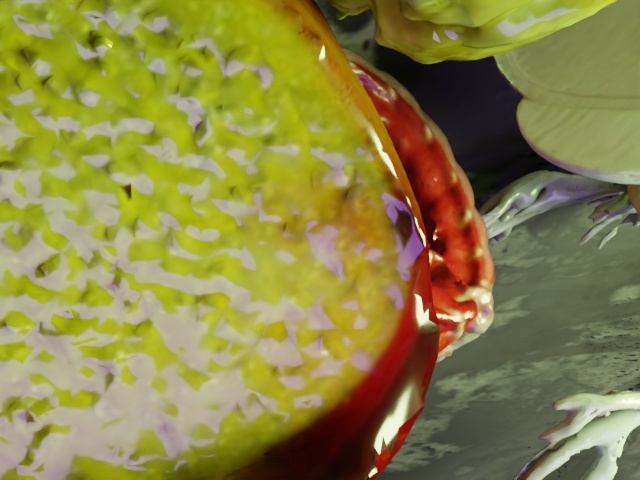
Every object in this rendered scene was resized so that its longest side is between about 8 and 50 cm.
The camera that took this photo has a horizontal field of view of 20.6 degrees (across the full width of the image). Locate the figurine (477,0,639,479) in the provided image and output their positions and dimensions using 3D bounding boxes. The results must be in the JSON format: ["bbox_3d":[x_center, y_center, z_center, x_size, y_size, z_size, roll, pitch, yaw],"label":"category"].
[{"bbox_3d":[0.183,-0.022,1.014,0.284,0.206,0.316,-24,142,12],"label":"figurine"}]

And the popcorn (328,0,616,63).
[{"bbox_3d":[0.063,-0.175,0.695,0.204,0.183,0.221,-39,156,-18],"label":"popcorn"}]

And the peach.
[{"bbox_3d":[-0.160,-0.013,0.747,0.405,0.335,0.310,19,-179,-20],"label":"peach"}]

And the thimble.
[{"bbox_3d":[-0.005,-0.005,0.961,0.163,0.190,0.125,-15,161,-49],"label":"thimble"}]
